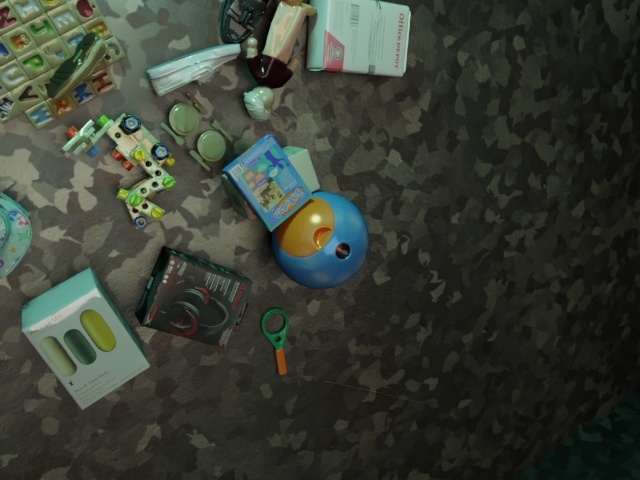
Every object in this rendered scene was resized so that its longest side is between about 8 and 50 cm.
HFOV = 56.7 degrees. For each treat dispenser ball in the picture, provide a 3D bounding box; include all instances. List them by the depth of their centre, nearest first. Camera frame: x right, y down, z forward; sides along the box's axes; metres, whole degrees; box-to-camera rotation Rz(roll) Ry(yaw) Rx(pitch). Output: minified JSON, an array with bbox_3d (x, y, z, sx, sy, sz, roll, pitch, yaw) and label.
[{"bbox_3d":[0.000,0.000,1.747,0.288,0.288,0.288,-7,106,-26],"label":"treat dispenser ball"}]

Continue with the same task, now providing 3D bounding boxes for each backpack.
[{"bbox_3d":[-0.816,-0.025,1.388,0.253,0.191,0.225,38,83,-34],"label":"backpack"}]

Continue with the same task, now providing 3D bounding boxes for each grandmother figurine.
[{"bbox_3d":[-0.129,-0.503,1.647,0.207,0.104,0.342,11,103,-44],"label":"grandmother figurine"}]

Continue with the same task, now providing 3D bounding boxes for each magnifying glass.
[{"bbox_3d":[-0.138,0.326,1.910,0.092,0.026,0.231,-15,107,-24],"label":"magnifying glass"}]

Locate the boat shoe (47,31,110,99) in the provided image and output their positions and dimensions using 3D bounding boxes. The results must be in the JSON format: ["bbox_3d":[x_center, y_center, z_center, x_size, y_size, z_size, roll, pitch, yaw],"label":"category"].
[{"bbox_3d":[-0.580,-0.410,1.441,0.190,0.068,0.072,-50,150,0],"label":"boat shoe"}]

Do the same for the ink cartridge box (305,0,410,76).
[{"bbox_3d":[0.111,-0.595,1.747,0.283,0.117,0.207,-3,105,-29],"label":"ink cartridge box"}]

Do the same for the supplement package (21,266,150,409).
[{"bbox_3d":[-0.612,0.249,1.545,0.199,0.198,0.263,-32,115,-16],"label":"supplement package"}]

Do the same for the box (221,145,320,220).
[{"bbox_3d":[-0.144,-0.168,1.709,0.232,0.148,0.127,-27,112,-18],"label":"box"}]

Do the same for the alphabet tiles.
[{"bbox_3d":[-0.657,-0.437,1.414,0.342,0.011,0.285,-35,132,-15],"label":"alphabet tiles"}]

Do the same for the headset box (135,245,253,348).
[{"bbox_3d":[-0.349,0.170,1.711,0.293,0.110,0.218,23,91,-30],"label":"headset box"}]

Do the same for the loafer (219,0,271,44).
[{"bbox_3d":[-0.176,-0.671,1.597,0.109,0.095,0.303,28,89,-29],"label":"loafer"}]

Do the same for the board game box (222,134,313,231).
[{"bbox_3d":[-0.139,-0.154,1.602,0.160,0.047,0.210,-41,115,-13],"label":"board game box"}]

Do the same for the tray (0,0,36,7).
[{"bbox_3d":[-0.768,-0.723,1.295,0.202,0.076,0.411,-11,108,-24],"label":"tray"}]

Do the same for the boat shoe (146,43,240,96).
[{"bbox_3d":[-0.329,-0.456,1.585,0.258,0.095,0.084,-22,116,-10],"label":"boat shoe"}]

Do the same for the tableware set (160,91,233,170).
[{"bbox_3d":[-0.345,-0.297,1.639,0.194,0.039,0.128,46,68,-34],"label":"tableware set"}]

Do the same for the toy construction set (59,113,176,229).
[{"bbox_3d":[-0.504,-0.199,1.529,0.215,0.151,0.328,-48,129,-9],"label":"toy construction set"}]
